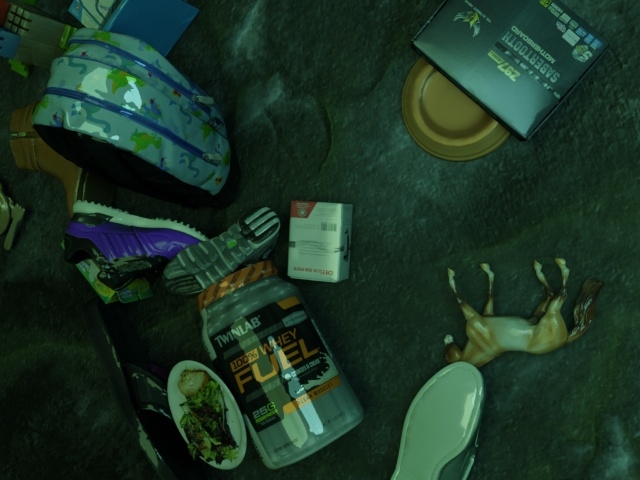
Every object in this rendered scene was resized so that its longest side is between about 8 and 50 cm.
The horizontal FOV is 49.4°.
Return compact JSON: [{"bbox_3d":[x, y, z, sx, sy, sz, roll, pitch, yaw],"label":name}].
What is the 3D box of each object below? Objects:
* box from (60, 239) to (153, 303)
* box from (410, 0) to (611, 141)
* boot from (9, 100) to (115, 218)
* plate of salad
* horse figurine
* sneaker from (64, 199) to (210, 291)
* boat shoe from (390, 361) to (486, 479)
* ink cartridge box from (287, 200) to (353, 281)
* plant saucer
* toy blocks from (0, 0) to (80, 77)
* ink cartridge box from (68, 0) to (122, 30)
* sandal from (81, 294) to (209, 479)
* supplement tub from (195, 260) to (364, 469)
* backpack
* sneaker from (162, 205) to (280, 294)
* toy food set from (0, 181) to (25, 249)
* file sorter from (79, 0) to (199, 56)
[{"bbox_3d":[-0.415,0.056,1.370,0.179,0.105,0.043,47,112,14],"label":"box"},{"bbox_3d":[0.280,-0.291,1.041,0.232,0.059,0.183,42,98,2],"label":"box"},{"bbox_3d":[-0.538,-0.156,1.408,0.220,0.109,0.284,-4,90,22],"label":"boot"},{"bbox_3d":[-0.201,0.299,1.171,0.199,0.048,0.200,16,116,36],"label":"plate of salad"},{"bbox_3d":[0.308,0.119,1.088,0.263,0.066,0.175,-7,90,23],"label":"horse figurine"},{"bbox_3d":[-0.338,0.031,1.291,0.293,0.102,0.146,13,71,6],"label":"sneaker"},{"bbox_3d":[0.198,0.344,1.137,0.116,0.099,0.320,27,101,43],"label":"boat shoe"},{"bbox_3d":[0.000,0.000,1.217,0.099,0.056,0.135,5,94,23],"label":"ink cartridge box"},{"bbox_3d":[0.224,-0.228,1.122,0.199,0.037,0.200,1,93,24],"label":"plant saucer"},{"bbox_3d":[-0.677,-0.450,1.372,0.381,0.261,0.191,29,103,19],"label":"toy blocks"},{"bbox_3d":[-0.429,-0.478,1.378,0.088,0.052,0.122,42,106,16],"label":"ink cartridge box"},{"bbox_3d":[-0.308,0.286,1.314,0.107,0.167,0.446,-31,80,3],"label":"sandal"},{"bbox_3d":[-0.077,0.206,1.187,0.193,0.193,0.316,-33,80,21],"label":"supplement tub"},{"bbox_3d":[-0.318,-0.196,1.182,0.290,0.355,0.273,21,100,21],"label":"backpack"},{"bbox_3d":[-0.164,0.038,1.240,0.228,0.132,0.086,-31,72,-6],"label":"sneaker"},{"bbox_3d":[-0.727,-0.073,1.538,0.192,0.038,0.132,33,112,13],"label":"toy food set"},{"bbox_3d":[-0.334,-0.432,1.278,0.118,0.170,0.104,-47,72,18],"label":"file sorter"}]
